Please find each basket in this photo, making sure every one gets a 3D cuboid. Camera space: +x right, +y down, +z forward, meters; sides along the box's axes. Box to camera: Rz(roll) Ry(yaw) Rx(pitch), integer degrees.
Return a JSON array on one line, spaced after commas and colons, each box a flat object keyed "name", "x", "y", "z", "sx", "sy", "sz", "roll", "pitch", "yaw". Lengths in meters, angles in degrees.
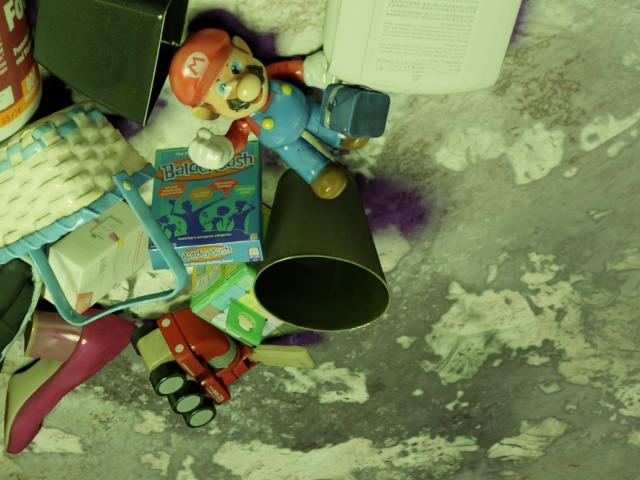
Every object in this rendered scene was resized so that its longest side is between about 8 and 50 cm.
[{"name": "basket", "x": -0.328, "y": -0.030, "z": 1.740, "sx": 0.254, "sy": 0.201, "sz": 0.289, "roll": -17, "pitch": 102, "yaw": 38}, {"name": "basket", "x": 0.000, "y": 0.000, "z": 1.903, "sx": 0.204, "sy": 0.227, "sz": 0.154, "roll": 14, "pitch": 132, "yaw": -15}]

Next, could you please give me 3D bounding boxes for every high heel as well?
[{"name": "high heel", "x": -0.443, "y": 0.260, "z": 2.213, "sx": 0.181, "sy": 0.127, "sz": 0.377, "roll": 8, "pitch": 138, "yaw": -20}]

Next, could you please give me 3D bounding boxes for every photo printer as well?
[{"name": "photo printer", "x": 0.138, "y": -0.320, "z": 1.663, "sx": 0.256, "sy": 0.107, "sz": 0.307, "roll": 3, "pitch": 138, "yaw": -6}]

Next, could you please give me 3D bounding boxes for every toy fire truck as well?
[{"name": "toy fire truck", "x": -0.159, "y": 0.195, "z": 2.151, "sx": 0.246, "sy": 0.158, "sz": 0.217, "roll": -32, "pitch": 145, "yaw": -2}]

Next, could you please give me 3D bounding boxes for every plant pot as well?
[{"name": "plant pot", "x": -0.269, "y": -0.293, "z": 1.651, "sx": 0.167, "sy": 0.188, "sz": 0.187, "roll": 17, "pitch": 132, "yaw": -2}]

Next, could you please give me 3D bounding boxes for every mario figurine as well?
[{"name": "mario figurine", "x": -0.066, "y": -0.177, "z": 1.759, "sx": 0.320, "sy": 0.198, "sz": 0.170, "roll": 29, "pitch": 138, "yaw": -33}]

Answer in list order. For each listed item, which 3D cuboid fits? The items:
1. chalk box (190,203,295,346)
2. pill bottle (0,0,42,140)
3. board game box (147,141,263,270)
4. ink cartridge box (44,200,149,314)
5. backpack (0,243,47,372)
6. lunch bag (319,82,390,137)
[{"name": "chalk box", "x": -0.110, "y": 0.063, "z": 1.968, "sx": 0.132, "sy": 0.213, "sz": 0.132, "roll": 34, "pitch": 124, "yaw": -31}, {"name": "pill bottle", "x": -0.483, "y": -0.321, "z": 1.571, "sx": 0.224, "sy": 0.224, "sz": 0.392, "roll": -2, "pitch": 135, "yaw": -1}, {"name": "board game box", "x": -0.164, "y": -0.053, "z": 1.855, "sx": 0.160, "sy": 0.210, "sz": 0.047, "roll": -6, "pitch": 135, "yaw": 2}, {"name": "ink cartridge box", "x": -0.333, "y": 0.017, "z": 1.970, "sx": 0.067, "sy": 0.198, "sz": 0.115, "roll": 33, "pitch": 134, "yaw": 15}, {"name": "backpack", "x": -0.555, "y": 0.043, "z": 1.927, "sx": 0.290, "sy": 0.273, "sz": 0.355, "roll": 21, "pitch": 150, "yaw": -20}, {"name": "lunch bag", "x": 0.041, "y": -0.179, "z": 1.755, "sx": 0.098, "sy": 0.065, "sz": 0.067, "roll": -1, "pitch": 108, "yaw": -51}]
